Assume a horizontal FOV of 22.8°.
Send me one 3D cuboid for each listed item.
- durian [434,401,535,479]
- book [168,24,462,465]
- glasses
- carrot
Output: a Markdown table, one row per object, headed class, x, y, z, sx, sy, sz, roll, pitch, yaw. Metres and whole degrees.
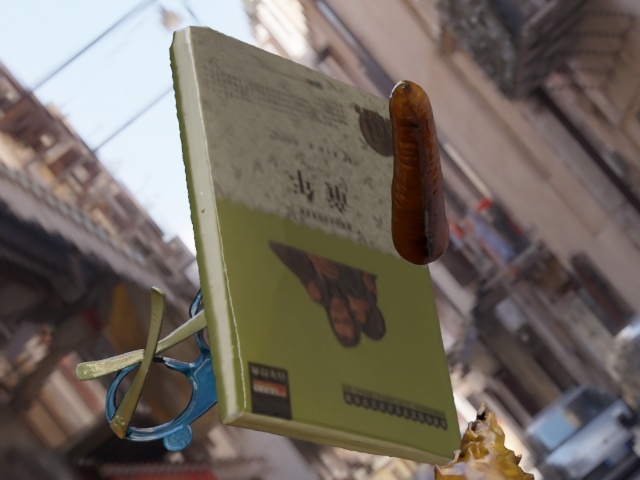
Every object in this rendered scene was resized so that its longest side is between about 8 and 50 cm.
| class | x | y | z | sx | sy | sz | roll | pitch | yaw |
| --- | --- | --- | --- | --- | --- | --- | --- | --- | --- |
| durian | 0.112 | 0.261 | 0.719 | 0.112 | 0.341 | 0.191 | -6 | 30 | 43 |
| book | 0.000 | 0.000 | 1.259 | 0.239 | 0.352 | 0.035 | 17 | -40 | -39 |
| glasses | -0.170 | 0.106 | 1.719 | 0.239 | 0.102 | 0.207 | -44 | -41 | 2 |
| carrot | 0.059 | -0.039 | 0.943 | 0.037 | 0.037 | 0.190 | -37 | -25 | -15 |
